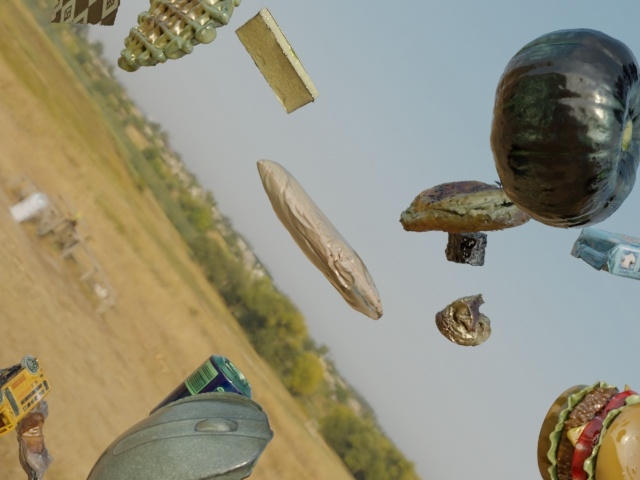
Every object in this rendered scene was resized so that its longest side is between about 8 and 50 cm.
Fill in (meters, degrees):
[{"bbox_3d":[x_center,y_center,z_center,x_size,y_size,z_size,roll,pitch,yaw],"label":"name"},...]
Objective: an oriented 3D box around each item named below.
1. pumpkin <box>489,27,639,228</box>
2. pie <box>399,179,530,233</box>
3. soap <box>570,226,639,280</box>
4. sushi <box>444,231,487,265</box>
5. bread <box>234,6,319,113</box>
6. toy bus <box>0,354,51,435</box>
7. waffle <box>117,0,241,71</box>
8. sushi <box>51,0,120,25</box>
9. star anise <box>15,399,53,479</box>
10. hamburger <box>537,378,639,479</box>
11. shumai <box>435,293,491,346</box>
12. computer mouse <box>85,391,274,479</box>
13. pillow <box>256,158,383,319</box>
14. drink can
[{"bbox_3d":[0.382,-0.174,1.488,0.239,0.315,0.315,4,-34,28],"label":"pumpkin"},{"bbox_3d":[0.332,-0.076,1.998,0.308,0.308,0.085,-143,-137,-75],"label":"pie"},{"bbox_3d":[0.700,0.040,2.061,0.293,0.077,0.156,11,13,-22],"label":"soap"},{"bbox_3d":[0.343,0.014,2.170,0.094,0.098,0.084,-158,-110,-63],"label":"sushi"},{"bbox_3d":[-0.062,-0.261,1.370,0.068,0.028,0.153,-22,-76,47],"label":"bread"},{"bbox_3d":[-0.442,0.222,1.304,0.074,0.070,0.162,65,14,-10],"label":"toy bus"},{"bbox_3d":[-0.273,-0.456,1.898,0.056,0.292,0.309,56,33,-35],"label":"waffle"},{"bbox_3d":[-0.346,-0.492,1.589,0.050,0.290,0.264,19,-2,-40],"label":"sushi"},{"bbox_3d":[-0.584,0.386,1.895,0.172,0.063,0.207,-26,-108,63],"label":"star anise"},{"bbox_3d":[0.583,0.419,1.846,0.212,0.274,0.274,11,-38,50],"label":"hamburger"},{"bbox_3d":[0.364,0.203,2.399,0.123,0.139,0.105,-84,163,-45],"label":"shumai"},{"bbox_3d":[-0.250,0.349,1.483,0.114,0.374,0.203,54,19,-20],"label":"computer mouse"},{"bbox_3d":[0.000,0.000,1.465,0.270,0.067,0.173,52,-1,25],"label":"pillow"},{"bbox_3d":[-0.235,0.320,1.793,0.118,0.205,0.118,48,-1,1],"label":"drink can"}]
